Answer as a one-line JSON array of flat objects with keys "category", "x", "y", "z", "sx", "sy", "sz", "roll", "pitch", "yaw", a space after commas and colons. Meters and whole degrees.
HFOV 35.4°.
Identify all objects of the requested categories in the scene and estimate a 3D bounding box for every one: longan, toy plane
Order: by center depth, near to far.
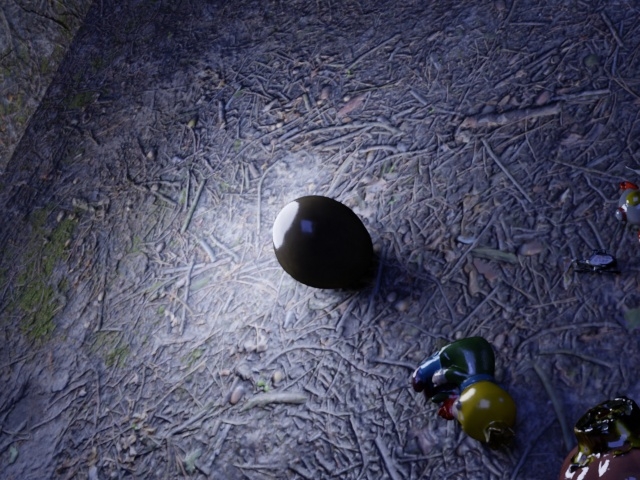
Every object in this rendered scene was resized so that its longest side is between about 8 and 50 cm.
[{"category": "toy plane", "x": 0.556, "y": 0.044, "z": 2.048, "sx": 0.120, "sy": 0.031, "sz": 0.049, "roll": 4, "pitch": 65, "yaw": 32}, {"category": "longan", "x": 0.000, "y": 0.000, "z": 2.316, "sx": 0.215, "sy": 0.246, "sz": 0.246, "roll": -39, "pitch": 41, "yaw": 18}]

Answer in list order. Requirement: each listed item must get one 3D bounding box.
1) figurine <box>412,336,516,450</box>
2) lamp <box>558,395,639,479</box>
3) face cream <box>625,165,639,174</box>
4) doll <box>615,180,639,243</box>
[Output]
[{"category": "figurine", "x": 0.280, "y": 0.312, "z": 1.937, "sx": 0.185, "sy": 0.127, "sz": 0.234, "roll": -27, "pitch": 54, "yaw": 18}, {"category": "lamp", "x": 0.510, "y": 0.373, "z": 1.603, "sx": 0.305, "sy": 0.240, "sz": 0.305, "roll": -31, "pitch": 2, "yaw": 1}, {"category": "face cream", "x": 0.773, "y": -0.084, "z": 1.970, "sx": 0.341, "sy": 0.137, "sz": 0.084, "roll": 36, "pitch": 121, "yaw": 44}, {"category": "doll", "x": 0.678, "y": -0.049, "z": 2.018, "sx": 0.142, "sy": 0.076, "sz": 0.245, "roll": -27, "pitch": 47, "yaw": -2}]
